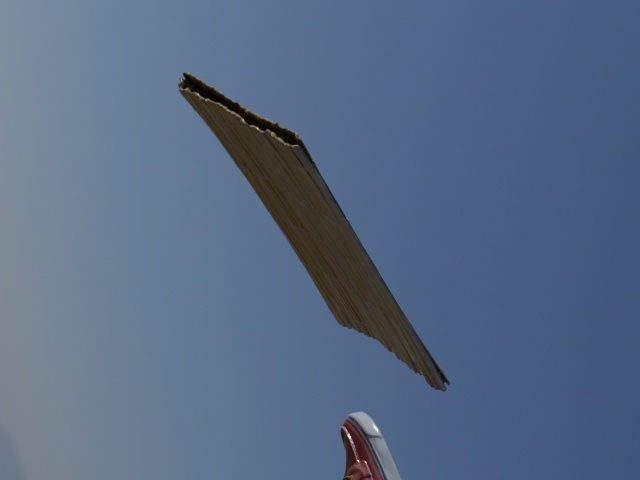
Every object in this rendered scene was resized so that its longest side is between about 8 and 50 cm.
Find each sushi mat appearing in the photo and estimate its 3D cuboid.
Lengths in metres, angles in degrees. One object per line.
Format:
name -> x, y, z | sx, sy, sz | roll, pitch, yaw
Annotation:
sushi mat -> 0.000, 0.000, 1.250 | 0.151, 0.019, 0.316 | 30, -20, 44

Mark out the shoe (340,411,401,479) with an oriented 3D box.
shoe -> 0.033, 0.238, 1.458 | 0.063, 0.081, 0.178 | 86, -16, -47
